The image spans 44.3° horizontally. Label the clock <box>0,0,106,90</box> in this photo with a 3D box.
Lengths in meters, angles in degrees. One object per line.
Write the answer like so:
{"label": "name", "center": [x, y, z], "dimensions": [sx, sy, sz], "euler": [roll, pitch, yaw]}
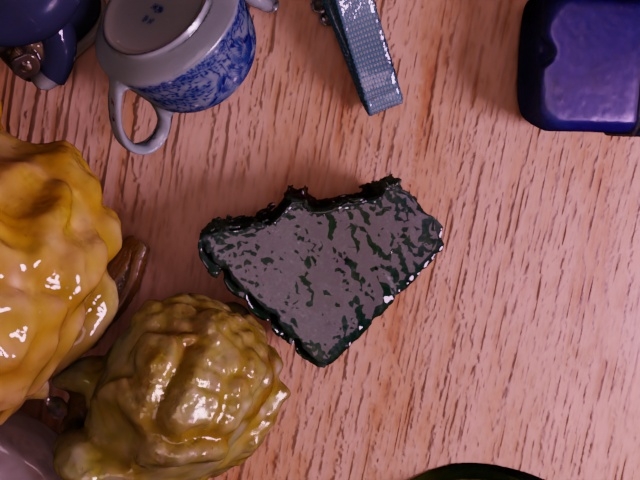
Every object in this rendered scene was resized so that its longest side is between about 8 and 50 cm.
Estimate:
{"label": "clock", "center": [-0.283, -0.247, 0.717], "dimensions": [0.146, 0.243, 0.200], "euler": [-28, 95, -4]}

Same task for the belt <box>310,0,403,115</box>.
{"label": "belt", "center": [0.036, -0.225, 0.840], "dimensions": [0.065, 0.100, 0.179], "euler": [-21, 112, -4]}

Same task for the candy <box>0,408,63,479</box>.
{"label": "candy", "center": [-0.437, 0.324, 0.787], "dimensions": [0.427, 0.186, 0.386], "euler": [-26, 103, -5]}

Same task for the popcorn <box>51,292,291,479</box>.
{"label": "popcorn", "center": [-0.142, 0.155, 0.771], "dimensions": [0.195, 0.256, 0.255], "euler": [45, 62, 0]}

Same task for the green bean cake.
{"label": "green bean cake", "center": [0.000, 0.000, 0.835], "dimensions": [0.208, 0.107, 0.193], "euler": [-44, 95, -1]}

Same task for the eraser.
{"label": "eraser", "center": [0.387, -0.183, 0.854], "dimensions": [0.332, 0.101, 0.155], "euler": [1, 97, -4]}

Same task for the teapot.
{"label": "teapot", "center": [-0.132, -0.190, 0.795], "dimensions": [0.159, 0.159, 0.232], "euler": [38, 82, -8]}

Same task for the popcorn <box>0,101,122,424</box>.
{"label": "popcorn", "center": [-0.348, -0.002, 0.640], "dimensions": [0.349, 0.349, 0.382], "euler": [-25, 116, -2]}

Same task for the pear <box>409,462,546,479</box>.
{"label": "pear", "center": [0.184, 0.470, 0.867], "dimensions": [0.398, 0.165, 0.399], "euler": [0, 96, -5]}

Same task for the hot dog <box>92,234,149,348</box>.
{"label": "hot dog", "center": [-0.226, 0.060, 0.859], "dimensions": [0.044, 0.028, 0.137], "euler": [29, 90, 19]}
